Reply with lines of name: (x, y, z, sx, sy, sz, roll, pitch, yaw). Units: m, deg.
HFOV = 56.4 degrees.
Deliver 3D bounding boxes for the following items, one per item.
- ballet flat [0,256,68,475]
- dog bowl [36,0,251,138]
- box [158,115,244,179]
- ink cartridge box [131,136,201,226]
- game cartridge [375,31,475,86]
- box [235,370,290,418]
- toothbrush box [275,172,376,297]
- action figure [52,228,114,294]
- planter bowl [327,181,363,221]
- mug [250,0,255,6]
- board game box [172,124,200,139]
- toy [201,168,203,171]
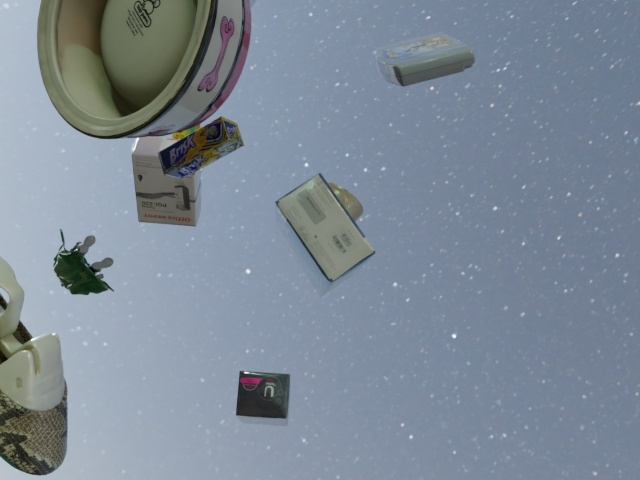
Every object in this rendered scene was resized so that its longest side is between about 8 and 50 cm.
ballet flat: (-0.536, 0.151, 0.974, 0.182, 0.164, 0.483, -37, -93, 15)
dog bowl: (-0.293, -0.364, 1.018, 0.407, 0.150, 0.408, -1, -92, 30)
box: (-0.242, -0.183, 1.201, 0.168, 0.059, 0.054, -24, -104, 22)
ink cartridge box: (-0.393, -0.149, 1.541, 0.158, 0.092, 0.218, 5, -49, -4)
game cartridge: (0.236, -0.442, 1.445, 0.198, 0.297, 0.062, -10, -63, 0)
box: (-0.183, 0.522, 1.962, 0.165, 0.143, 0.270, 4, -22, -2)
toothbrush box: (0.000, 0.000, 1.400, 0.216, 0.126, 0.295, 55, -11, 8)
action figure: (-0.447, 0.053, 1.102, 0.232, 0.063, 0.137, -22, -76, 53)
planter bowl: (0.034, -0.087, 1.826, 0.162, 0.109, 0.162, 31, -20, 12)
mug: (-0.357, -0.717, 1.742, 0.276, 0.328, 0.374, 36, -55, 26)
board game box: (-0.383, -0.286, 1.702, 0.043, 0.092, 0.181, 2, -96, 11)
toy: (-0.424, -0.172, 1.902, 0.056, 0.137, 0.237, 28, -10, -35)
